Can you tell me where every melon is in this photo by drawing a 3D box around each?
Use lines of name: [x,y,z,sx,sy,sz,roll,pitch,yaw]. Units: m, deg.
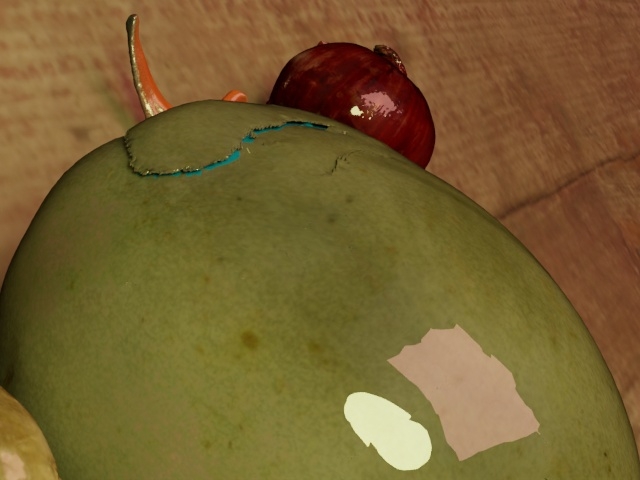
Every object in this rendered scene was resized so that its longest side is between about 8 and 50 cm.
melon: [-0.014,0.082,0.609,0.330,0.268,0.268,42,26,18]

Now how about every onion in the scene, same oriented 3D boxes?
onion: [0.021,-0.089,0.964,0.131,0.131,0.131,36,36,-32]

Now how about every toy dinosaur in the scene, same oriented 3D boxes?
toy dinosaur: [-0.050,-0.025,0.865,0.279,0.055,0.101,51,57,-8]

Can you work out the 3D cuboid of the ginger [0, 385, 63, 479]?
ginger: [-0.222,0.005,0.545,0.148,0.081,0.334,-18,56,-16]
